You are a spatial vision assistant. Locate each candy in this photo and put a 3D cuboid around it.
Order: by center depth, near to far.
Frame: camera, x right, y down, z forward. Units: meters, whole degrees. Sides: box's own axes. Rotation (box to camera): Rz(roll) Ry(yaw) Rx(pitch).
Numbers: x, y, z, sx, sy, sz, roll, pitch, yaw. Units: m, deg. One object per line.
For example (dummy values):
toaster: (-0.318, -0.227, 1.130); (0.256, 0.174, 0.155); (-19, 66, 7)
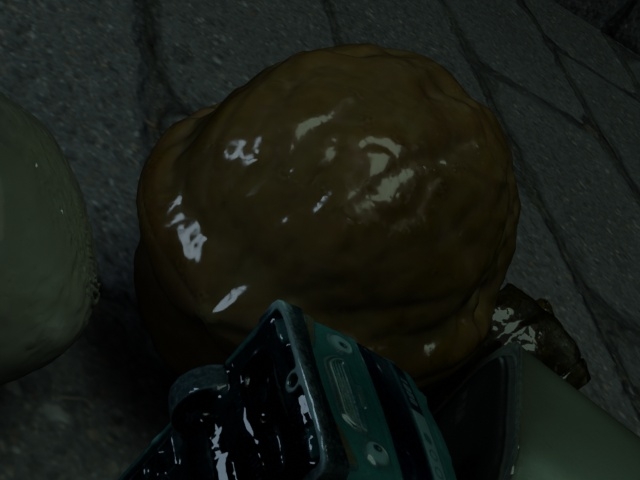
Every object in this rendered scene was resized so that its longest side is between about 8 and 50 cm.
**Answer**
candy: (-0.271, -0.027, 0.753); (0.295, 0.185, 0.295); (26, 35, -20)

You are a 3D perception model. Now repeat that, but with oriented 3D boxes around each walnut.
walnut: (0.002, 0.003, 0.928); (0.306, 0.306, 0.344); (45, 35, 10)

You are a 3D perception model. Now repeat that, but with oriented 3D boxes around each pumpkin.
pumpkin: (0.205, 0.114, 1.199); (0.131, 0.126, 0.248); (46, 27, 8)

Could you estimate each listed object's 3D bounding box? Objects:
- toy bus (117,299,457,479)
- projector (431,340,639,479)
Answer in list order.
toy bus: (-0.042, 0.167, 0.667); (0.147, 0.256, 0.128); (24, 31, -34)
projector: (0.140, 0.251, 0.760); (0.249, 0.248, 0.248); (38, 20, -3)
